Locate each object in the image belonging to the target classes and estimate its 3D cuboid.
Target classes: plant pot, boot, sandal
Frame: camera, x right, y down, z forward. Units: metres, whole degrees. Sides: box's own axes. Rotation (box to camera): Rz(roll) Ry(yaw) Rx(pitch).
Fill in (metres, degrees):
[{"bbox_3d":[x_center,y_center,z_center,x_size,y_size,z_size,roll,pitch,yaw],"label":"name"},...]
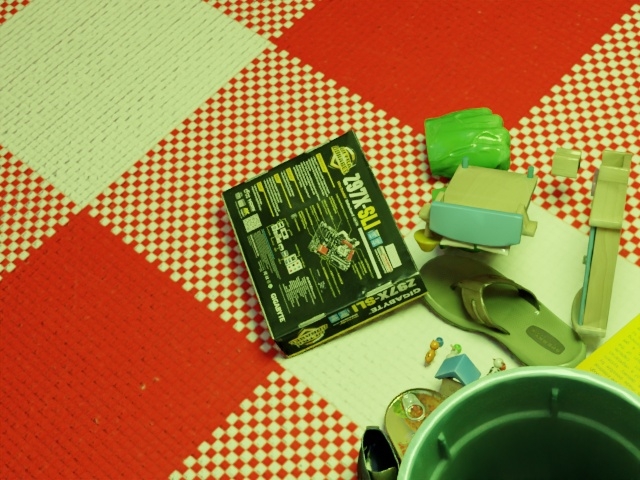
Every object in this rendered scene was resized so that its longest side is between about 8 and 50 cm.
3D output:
[{"bbox_3d":[0.278,0.382,1.419,0.341,0.334,0.341,-5,56,7],"label":"plant pot"},{"bbox_3d":[0.082,0.374,1.651,0.082,0.106,0.219,-9,55,3],"label":"boot"},{"bbox_3d":[0.287,0.101,1.812,0.303,0.086,0.120,31,65,28],"label":"sandal"}]

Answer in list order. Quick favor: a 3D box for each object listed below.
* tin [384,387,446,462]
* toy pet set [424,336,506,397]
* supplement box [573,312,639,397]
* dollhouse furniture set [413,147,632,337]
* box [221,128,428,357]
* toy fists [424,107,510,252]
[{"bbox_3d":[0.166,0.309,1.726,0.106,0.040,0.189,-20,55,-9],"label":"tin"},{"bbox_3d":[0.215,0.183,1.764,0.122,0.065,0.114,19,43,20],"label":"toy pet set"},{"bbox_3d":[0.500,0.222,1.636,0.356,0.194,0.195,-37,59,-15],"label":"supplement box"},{"bbox_3d":[0.318,-0.015,1.821,0.303,0.198,0.286,9,30,14],"label":"dollhouse furniture set"},{"bbox_3d":[0.000,0.000,1.907,0.257,0.079,0.322,-25,56,3],"label":"box"},{"bbox_3d":[0.261,-0.103,1.953,0.142,0.096,0.279,-9,57,12],"label":"toy fists"}]
